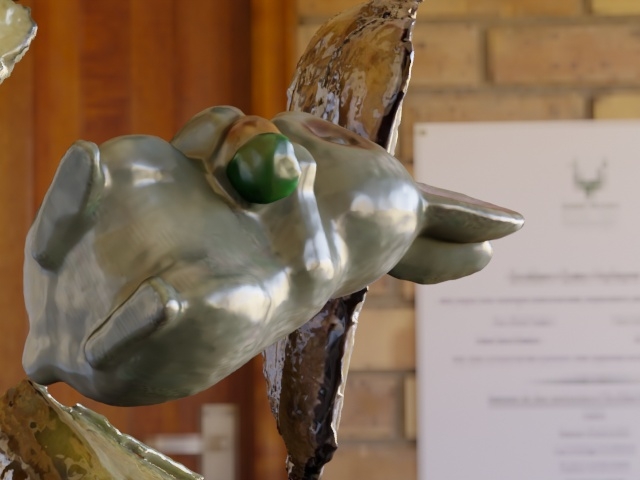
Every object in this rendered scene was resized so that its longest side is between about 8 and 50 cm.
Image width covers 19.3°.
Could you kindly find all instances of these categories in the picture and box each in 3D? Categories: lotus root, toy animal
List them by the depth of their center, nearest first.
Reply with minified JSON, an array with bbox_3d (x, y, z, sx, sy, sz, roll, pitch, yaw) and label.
[{"bbox_3d":[-0.023,-0.004,0.817,0.236,0.108,0.138,-17,-24,-50],"label":"toy animal"},{"bbox_3d":[-0.001,0.001,1.207,0.078,0.329,0.167,12,14,3],"label":"lotus root"},{"bbox_3d":[-0.128,0.197,1.257,0.235,0.138,0.119,29,13,-36],"label":"lotus root"}]

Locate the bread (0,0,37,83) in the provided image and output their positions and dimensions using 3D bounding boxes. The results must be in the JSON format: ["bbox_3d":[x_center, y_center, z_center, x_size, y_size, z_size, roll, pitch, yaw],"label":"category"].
[{"bbox_3d":[-0.313,-0.146,1.120,0.251,0.174,0.133,42,-26,-9],"label":"bread"}]
